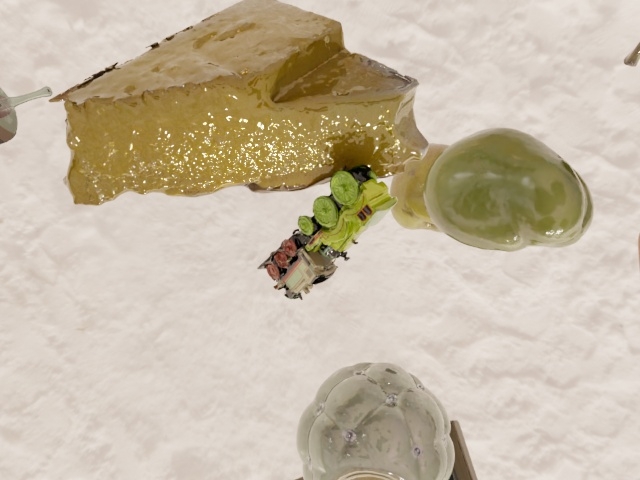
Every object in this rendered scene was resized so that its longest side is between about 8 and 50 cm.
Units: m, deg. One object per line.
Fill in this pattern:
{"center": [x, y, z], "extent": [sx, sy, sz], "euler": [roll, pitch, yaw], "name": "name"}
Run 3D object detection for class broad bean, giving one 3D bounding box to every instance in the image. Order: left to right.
{"center": [0.092, -0.025, 0.315], "extent": [0.083, 0.045, 0.063], "euler": [16, 91, 29], "name": "broad bean"}

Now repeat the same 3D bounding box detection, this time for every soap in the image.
{"center": [-0.099, -0.116, 0.722], "extent": [0.339, 0.169, 0.304], "euler": [-37, 51, -24], "name": "soap"}

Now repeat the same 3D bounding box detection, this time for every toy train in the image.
{"center": [0.000, 0.000, 0.791], "extent": [0.053, 0.249, 0.085], "euler": [-26, 76, -41], "name": "toy train"}

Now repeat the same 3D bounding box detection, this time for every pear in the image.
{"center": [0.245, -0.107, 1.338], "extent": [0.200, 0.200, 0.199], "euler": [0, 91, -4], "name": "pear"}

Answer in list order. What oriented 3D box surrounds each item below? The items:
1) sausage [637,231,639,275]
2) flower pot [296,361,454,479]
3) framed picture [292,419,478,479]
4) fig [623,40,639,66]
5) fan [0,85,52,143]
{"center": [0.545, 0.134, 1.009], "extent": [0.053, 0.053, 0.347], "euler": [4, 75, -4], "name": "sausage"}
{"center": [0.084, 0.316, 0.975], "extent": [0.246, 0.195, 0.245], "euler": [4, 123, 7], "name": "flower pot"}
{"center": [0.110, 0.552, 1.140], "extent": [0.446, 0.028, 0.325], "euler": [-32, 58, 29], "name": "framed picture"}
{"center": [0.236, -0.136, 0.383], "extent": [0.089, 0.125, 0.088], "euler": [-5, 100, -29], "name": "fig"}
{"center": [-0.624, -0.261, 1.229], "extent": [0.227, 0.008, 0.152], "euler": [-33, 99, -41], "name": "fan"}
